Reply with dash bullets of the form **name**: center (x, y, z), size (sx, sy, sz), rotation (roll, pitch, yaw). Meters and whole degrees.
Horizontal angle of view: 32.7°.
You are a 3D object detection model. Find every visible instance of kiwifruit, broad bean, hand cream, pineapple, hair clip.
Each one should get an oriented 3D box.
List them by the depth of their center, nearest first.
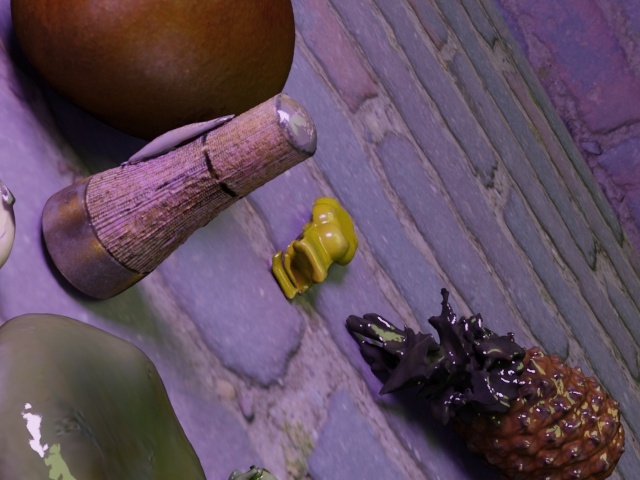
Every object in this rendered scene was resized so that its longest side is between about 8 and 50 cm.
- **broad bean**: center (-0.122, 0.140, 0.616), size (0.228, 0.100, 0.169), rotation (66, 17, 13)
- **hand cream**: center (-0.090, -0.034, 0.727), size (0.084, 0.203, 0.084), rotation (44, 31, -36)
- **kiwifruit**: center (-0.119, -0.169, 0.835), size (0.234, 0.196, 0.196), rotation (38, 33, -55)
- **hair clip**: center (0.000, 0.000, 1.070), size (0.072, 0.046, 0.173), rotation (64, 22, -6)
- **pineapple**: center (0.172, 0.150, 1.145), size (0.340, 0.169, 0.169), rotation (37, 33, -30)

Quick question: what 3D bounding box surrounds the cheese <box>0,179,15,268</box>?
- **cheese**: center (-0.249, 0.007, 0.550), size (0.127, 0.050, 0.255), rotation (57, 24, -13)

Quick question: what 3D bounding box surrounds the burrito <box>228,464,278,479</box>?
- **burrito**: center (-0.053, 0.241, 0.670), size (0.288, 0.054, 0.104), rotation (-83, 161, -54)
